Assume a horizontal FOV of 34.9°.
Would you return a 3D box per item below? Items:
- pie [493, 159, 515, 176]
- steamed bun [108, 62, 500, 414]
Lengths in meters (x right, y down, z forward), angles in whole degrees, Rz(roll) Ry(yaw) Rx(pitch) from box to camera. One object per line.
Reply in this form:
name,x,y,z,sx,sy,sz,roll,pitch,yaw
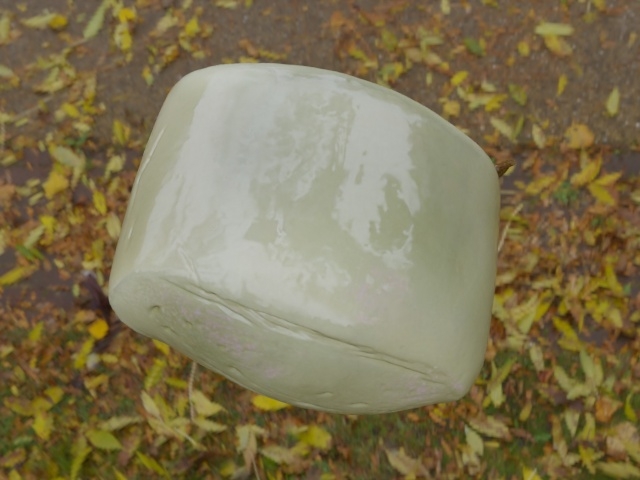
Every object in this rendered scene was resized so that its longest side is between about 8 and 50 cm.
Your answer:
pie,0.148,-0.055,1.034,0.191,0.088,0.033,-31,95,-51
steamed bun,0.000,0.000,0.655,0.250,0.154,0.200,16,64,-7
